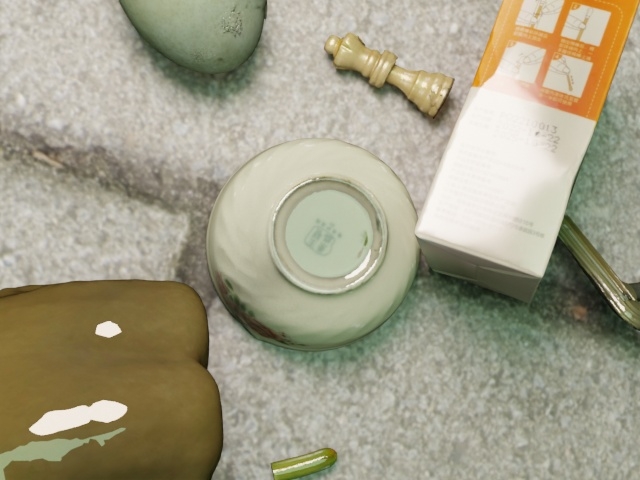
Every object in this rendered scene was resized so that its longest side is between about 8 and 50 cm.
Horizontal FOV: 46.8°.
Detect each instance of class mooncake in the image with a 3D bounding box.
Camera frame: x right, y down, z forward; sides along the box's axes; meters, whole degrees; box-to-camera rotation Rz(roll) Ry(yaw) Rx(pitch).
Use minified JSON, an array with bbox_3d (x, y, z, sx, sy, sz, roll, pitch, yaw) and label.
[{"bbox_3d":[-0.206,0.216,0.734,0.201,0.378,0.378,-6,86,-15],"label":"mooncake"}]

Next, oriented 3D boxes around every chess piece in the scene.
[{"bbox_3d":[0.085,-0.220,0.959,0.172,0.060,0.060,26,82,-1],"label":"chess piece"}]

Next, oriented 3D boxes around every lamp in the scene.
[{"bbox_3d":[0.446,-0.020,0.979,0.283,0.124,0.203,-31,69,-6],"label":"lamp"}]

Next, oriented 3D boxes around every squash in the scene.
[{"bbox_3d":[-0.019,0.278,0.917,0.083,0.027,0.027,-12,87,-9],"label":"squash"}]

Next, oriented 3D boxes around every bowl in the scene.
[{"bbox_3d":[0.000,0.000,0.888,0.277,0.145,0.277,1,84,-9],"label":"bowl"}]

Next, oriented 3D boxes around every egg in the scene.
[{"bbox_3d":[-0.158,-0.310,0.877,0.169,0.169,0.236,-34,93,-9],"label":"egg"}]

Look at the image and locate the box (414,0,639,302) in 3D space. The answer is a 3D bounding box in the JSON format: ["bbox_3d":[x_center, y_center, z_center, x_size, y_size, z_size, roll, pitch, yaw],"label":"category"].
[{"bbox_3d":[0.241,-0.118,0.872,0.143,0.225,0.341,19,83,15],"label":"box"}]
